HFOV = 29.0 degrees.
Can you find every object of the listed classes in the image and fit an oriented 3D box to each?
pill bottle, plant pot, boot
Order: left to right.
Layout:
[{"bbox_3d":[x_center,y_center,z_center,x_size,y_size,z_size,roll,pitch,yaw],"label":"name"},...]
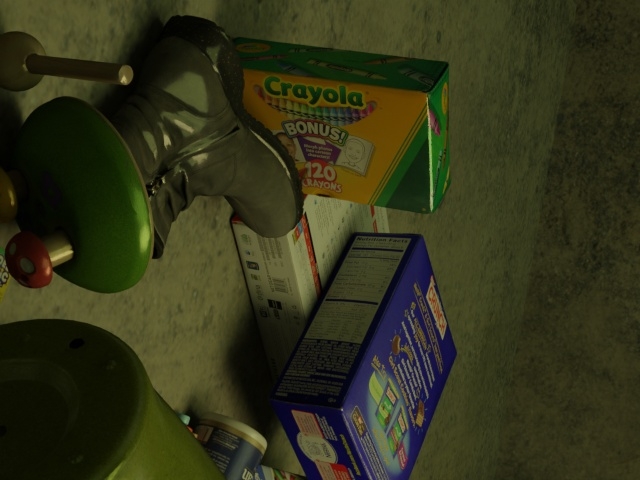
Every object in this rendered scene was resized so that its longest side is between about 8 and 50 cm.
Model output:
[{"bbox_3d":[-0.214,0.265,1.027,0.366,0.366,0.353,-57,145,-43],"label":"plant pot"},{"bbox_3d":[-0.146,-0.062,1.381,0.222,0.118,0.338,-62,142,-30],"label":"boot"},{"bbox_3d":[-0.141,0.310,1.554,0.169,0.094,0.094,-65,155,-22],"label":"pill bottle"}]

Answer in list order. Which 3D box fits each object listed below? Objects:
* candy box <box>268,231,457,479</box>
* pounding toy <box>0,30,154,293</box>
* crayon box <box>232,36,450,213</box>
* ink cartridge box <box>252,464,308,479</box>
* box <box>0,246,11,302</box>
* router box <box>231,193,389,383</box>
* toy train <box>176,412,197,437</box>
[{"bbox_3d":[0.072,0.187,1.741,0.317,0.122,0.268,-61,145,-37],"label":"candy box"},{"bbox_3d":[-0.244,-0.048,1.073,0.110,0.183,0.237,-26,126,-38],"label":"pounding toy"},{"bbox_3d":[0.014,-0.140,1.481,0.081,0.278,0.165,-54,147,-48],"label":"crayon box"},{"bbox_3d":[-0.048,0.409,1.694,0.311,0.065,0.185,28,41,-53],"label":"ink cartridge box"},{"bbox_3d":[-0.322,0.055,1.063,0.105,0.043,0.179,49,53,-63],"label":"box"},{"bbox_3d":[0.000,0.000,1.778,0.335,0.082,0.301,79,30,-43],"label":"router box"},{"bbox_3d":[-0.192,0.281,1.485,0.125,0.046,0.166,57,47,-60],"label":"toy train"}]
